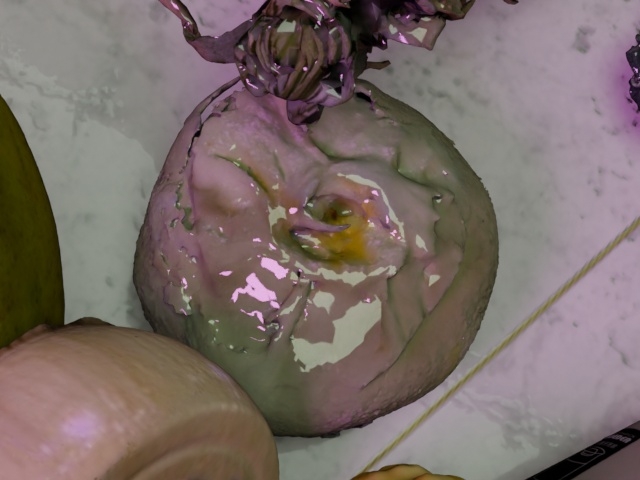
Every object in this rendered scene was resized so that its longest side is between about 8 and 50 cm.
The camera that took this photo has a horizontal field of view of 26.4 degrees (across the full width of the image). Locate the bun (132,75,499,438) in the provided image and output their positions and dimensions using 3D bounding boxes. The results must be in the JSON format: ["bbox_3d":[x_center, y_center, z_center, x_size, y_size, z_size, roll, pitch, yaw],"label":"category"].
[{"bbox_3d":[0.000,0.000,0.856,0.239,0.141,0.239,3,72,-10],"label":"bun"}]

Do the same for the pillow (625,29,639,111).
[{"bbox_3d":[0.375,-0.076,0.975,0.335,0.092,0.161,32,78,-3],"label":"pillow"}]

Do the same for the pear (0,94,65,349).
[{"bbox_3d":[-0.274,0.009,0.752,0.252,0.253,0.307,-19,94,-15],"label":"pear"}]

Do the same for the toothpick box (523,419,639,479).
[{"bbox_3d":[0.198,0.179,0.869,0.180,0.111,0.111,-23,82,-14],"label":"toothpick box"}]

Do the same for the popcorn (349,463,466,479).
[{"bbox_3d":[0.034,0.239,0.754,0.226,0.203,0.200,-21,106,26],"label":"popcorn"}]

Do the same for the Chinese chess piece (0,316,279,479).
[{"bbox_3d":[-0.132,0.170,0.732,0.104,0.257,0.257,25,70,28],"label":"Chinese chess piece"}]

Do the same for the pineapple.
[{"bbox_3d":[0.034,-0.192,0.819,0.262,0.262,0.272,31,51,-2],"label":"pineapple"}]
